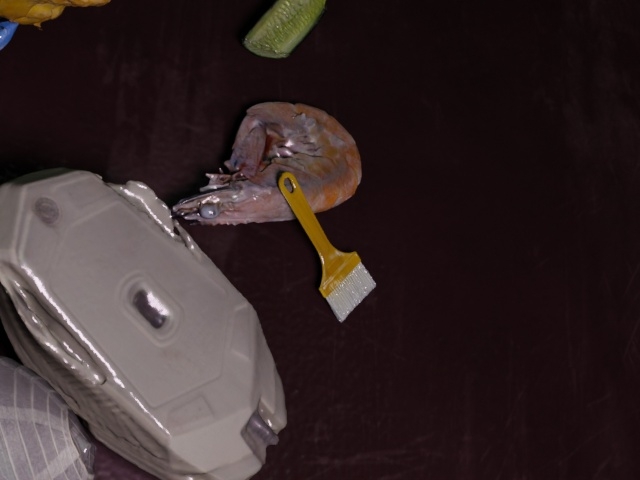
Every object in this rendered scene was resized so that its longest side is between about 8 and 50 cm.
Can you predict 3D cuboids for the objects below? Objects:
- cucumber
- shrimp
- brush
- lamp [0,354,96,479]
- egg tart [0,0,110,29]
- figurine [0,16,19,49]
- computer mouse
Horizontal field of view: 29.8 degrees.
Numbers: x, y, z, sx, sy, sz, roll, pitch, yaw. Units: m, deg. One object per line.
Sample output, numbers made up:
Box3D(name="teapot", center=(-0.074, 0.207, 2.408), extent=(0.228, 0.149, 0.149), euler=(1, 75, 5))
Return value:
Box3D(name="cucumber", center=(-0.036, -0.320, 1.678), extent=(0.070, 0.046, 0.220), euler=(40, 57, -11))
Box3D(name="shrimp", center=(-0.072, -0.099, 1.551), extent=(0.316, 0.062, 0.164), euler=(-19, 74, -38))
Box3D(name="brush", center=(0.000, 0.000, 1.534), extent=(0.083, 0.011, 0.205), euler=(-45, 114, -35))
Box3D(name="lamp", center=(-0.326, 0.233, 1.153), extent=(0.233, 0.233, 0.265), euler=(2, 54, -29))
Box3D(name="egg tart", center=(-0.381, -0.337, 1.394), extent=(0.290, 0.115, 0.290), euler=(29, 15, -9))
Box3D(name="figurine", center=(-0.404, -0.254, 1.417), extent=(0.114, 0.079, 0.114), euler=(0, 29, 0))
Box3D(name="computer mouse", center=(-0.214, 0.102, 1.333), extent=(0.429, 0.145, 0.228), euler=(48, 46, -17))
